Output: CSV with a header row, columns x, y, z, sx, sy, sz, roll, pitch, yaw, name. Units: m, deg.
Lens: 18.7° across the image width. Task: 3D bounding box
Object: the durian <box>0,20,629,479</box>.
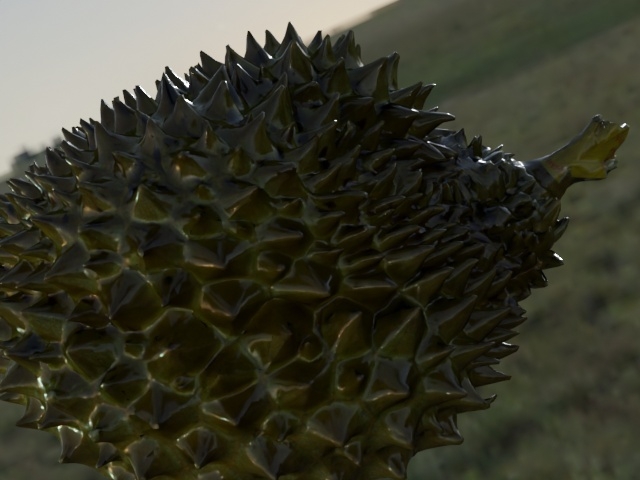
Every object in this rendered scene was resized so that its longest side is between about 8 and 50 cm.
x,y,z,sx,sy,sz,roll,pitch,yaw,name
0.000,0.000,0.565,0.208,0.146,0.102,-16,-33,-11,durian
